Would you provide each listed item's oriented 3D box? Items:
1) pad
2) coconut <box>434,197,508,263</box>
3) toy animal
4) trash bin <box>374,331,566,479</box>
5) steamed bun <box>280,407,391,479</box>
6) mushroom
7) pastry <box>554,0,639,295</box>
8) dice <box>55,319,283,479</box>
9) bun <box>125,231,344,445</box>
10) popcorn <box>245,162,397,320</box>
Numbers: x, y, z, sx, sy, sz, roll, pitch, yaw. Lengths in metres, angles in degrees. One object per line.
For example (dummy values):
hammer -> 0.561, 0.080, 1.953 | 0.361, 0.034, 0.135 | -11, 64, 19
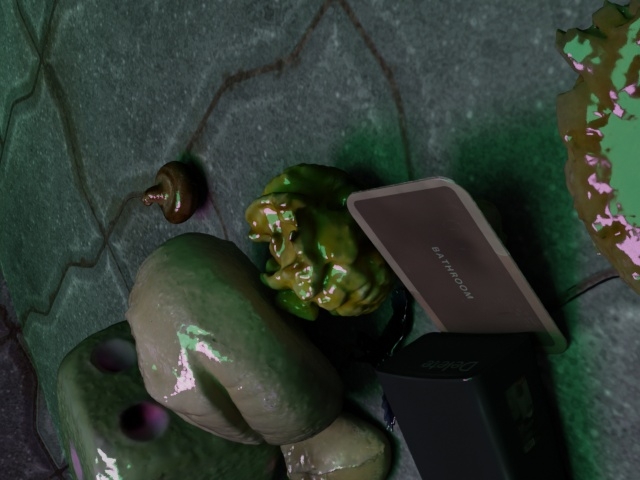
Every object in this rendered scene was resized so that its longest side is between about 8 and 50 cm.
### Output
pad -> 0.149, 0.038, 0.775 | 0.176, 0.002, 0.266 | -7, 129, 51
coconut -> 0.170, -0.007, 0.787 | 0.081, 0.083, 0.082 | 9, 91, 13
toy animal -> 0.087, 0.164, 0.973 | 0.108, 0.062, 0.220 | 10, 110, 29
trash bin -> 0.183, 0.232, 0.811 | 0.165, 0.115, 0.225 | -9, 102, 52
steamed bun -> 0.005, 0.364, 1.092 | 0.231, 0.111, 0.212 | 12, 112, 51
mushroom -> -0.270, -0.088, 1.290 | 0.109, 0.085, 0.126 | -39, 55, 15
pastry -> 0.334, -0.070, 0.518 | 0.330, 0.136, 0.329 | 19, 117, 44
dice -> -0.265, 0.335, 1.224 | 0.318, 0.330, 0.322 | 51, 141, 37
bun -> -0.134, 0.157, 0.996 | 0.365, 0.219, 0.365 | 48, 180, 0
popcorn -> 0.002, 0.001, 0.903 | 0.218, 0.189, 0.169 | 53, 134, 22
